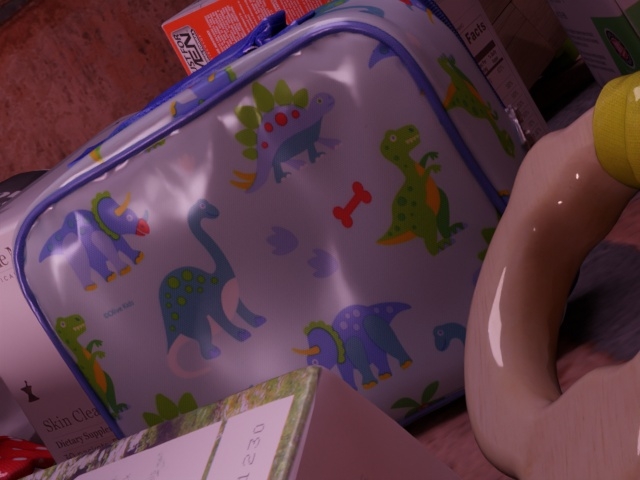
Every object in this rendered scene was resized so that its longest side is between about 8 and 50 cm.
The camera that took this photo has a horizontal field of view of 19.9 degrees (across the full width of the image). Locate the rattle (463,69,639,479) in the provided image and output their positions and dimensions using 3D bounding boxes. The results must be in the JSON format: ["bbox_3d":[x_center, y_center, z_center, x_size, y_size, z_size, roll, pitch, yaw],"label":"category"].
[{"bbox_3d":[0.110,0.061,0.528,0.130,0.143,0.199,-18,53,38],"label":"rattle"}]

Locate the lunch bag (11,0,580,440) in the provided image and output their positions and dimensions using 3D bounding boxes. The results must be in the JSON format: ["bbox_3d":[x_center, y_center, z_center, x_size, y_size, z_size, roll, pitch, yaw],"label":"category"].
[{"bbox_3d":[-0.011,0.002,0.781,0.219,0.176,0.090,-31,10,24],"label":"lunch bag"}]

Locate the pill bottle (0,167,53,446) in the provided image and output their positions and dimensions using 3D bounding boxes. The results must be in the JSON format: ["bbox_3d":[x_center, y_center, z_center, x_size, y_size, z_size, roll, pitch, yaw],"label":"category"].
[{"bbox_3d":[-0.209,0.040,1.328,0.162,0.162,0.278,-31,10,18],"label":"pill bottle"}]

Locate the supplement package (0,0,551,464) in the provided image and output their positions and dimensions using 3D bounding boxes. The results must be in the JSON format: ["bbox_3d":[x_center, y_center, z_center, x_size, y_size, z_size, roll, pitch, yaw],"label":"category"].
[{"bbox_3d":[-0.035,-0.011,0.980,0.262,0.145,0.204,-22,14,36],"label":"supplement package"}]

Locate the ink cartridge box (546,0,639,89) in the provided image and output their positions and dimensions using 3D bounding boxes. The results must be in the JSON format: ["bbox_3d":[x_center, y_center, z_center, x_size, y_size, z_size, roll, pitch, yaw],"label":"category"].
[{"bbox_3d":[0.156,-0.229,1.049,0.121,0.289,0.211,-34,9,2],"label":"ink cartridge box"}]

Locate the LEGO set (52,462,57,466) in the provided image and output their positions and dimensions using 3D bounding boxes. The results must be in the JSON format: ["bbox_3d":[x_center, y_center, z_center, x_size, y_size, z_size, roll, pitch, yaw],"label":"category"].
[{"bbox_3d":[-0.137,0.119,1.052,0.023,0.054,0.083,4,11,0],"label":"LEGO set"}]

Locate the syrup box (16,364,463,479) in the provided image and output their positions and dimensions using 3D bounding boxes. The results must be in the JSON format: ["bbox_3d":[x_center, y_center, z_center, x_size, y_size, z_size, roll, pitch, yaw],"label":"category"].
[{"bbox_3d":[-0.063,0.125,0.474,0.237,0.096,0.093,-26,33,39],"label":"syrup box"}]

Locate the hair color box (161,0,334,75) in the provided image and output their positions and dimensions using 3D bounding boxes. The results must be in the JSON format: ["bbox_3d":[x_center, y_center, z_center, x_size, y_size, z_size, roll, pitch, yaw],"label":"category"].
[{"bbox_3d":[-0.004,-0.125,0.915,0.141,0.043,0.072,-17,17,39],"label":"hair color box"}]

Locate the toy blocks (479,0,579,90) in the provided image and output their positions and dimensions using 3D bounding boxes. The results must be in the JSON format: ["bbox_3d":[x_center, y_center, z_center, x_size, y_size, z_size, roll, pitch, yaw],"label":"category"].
[{"bbox_3d":[0.036,-0.107,1.308,0.261,0.191,0.381,-52,16,-29],"label":"toy blocks"}]

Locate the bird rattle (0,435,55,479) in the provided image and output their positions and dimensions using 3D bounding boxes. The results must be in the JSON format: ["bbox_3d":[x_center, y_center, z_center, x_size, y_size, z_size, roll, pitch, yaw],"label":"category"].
[{"bbox_3d":[-0.280,0.184,1.095,0.253,0.143,0.207,-14,29,28],"label":"bird rattle"}]
